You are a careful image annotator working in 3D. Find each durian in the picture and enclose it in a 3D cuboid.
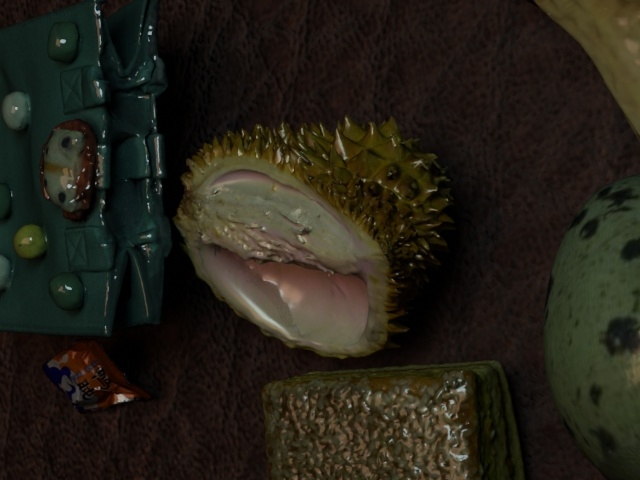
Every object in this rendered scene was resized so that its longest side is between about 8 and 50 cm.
[{"bbox_3d":[0.002,-0.012,1.323,0.250,0.183,0.138,1,52,40],"label":"durian"}]

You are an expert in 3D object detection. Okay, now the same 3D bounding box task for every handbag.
[{"bbox_3d":[-0.214,-0.055,1.439,0.274,0.100,0.268,-2,88,64],"label":"handbag"}]

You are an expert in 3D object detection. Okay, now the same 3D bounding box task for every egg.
[{"bbox_3d":[0.227,0.059,1.123,0.177,0.177,0.228,-35,52,31],"label":"egg"}]

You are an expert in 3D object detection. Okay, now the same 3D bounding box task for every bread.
[{"bbox_3d":[0.060,0.207,1.284,0.184,0.111,0.234,-8,85,33],"label":"bread"}]

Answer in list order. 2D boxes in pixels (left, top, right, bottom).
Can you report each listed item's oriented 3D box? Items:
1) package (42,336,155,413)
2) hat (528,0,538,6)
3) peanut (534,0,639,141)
[{"bbox_3d":[-0.193,0.118,1.508,0.111,0.033,0.077,-24,99,46],"label":"package"},{"bbox_3d":[0.198,-0.241,1.196,0.206,0.089,0.205,11,116,24],"label":"hat"},{"bbox_3d":[0.203,-0.152,1.100,0.130,0.130,0.290,-34,92,31],"label":"peanut"}]
